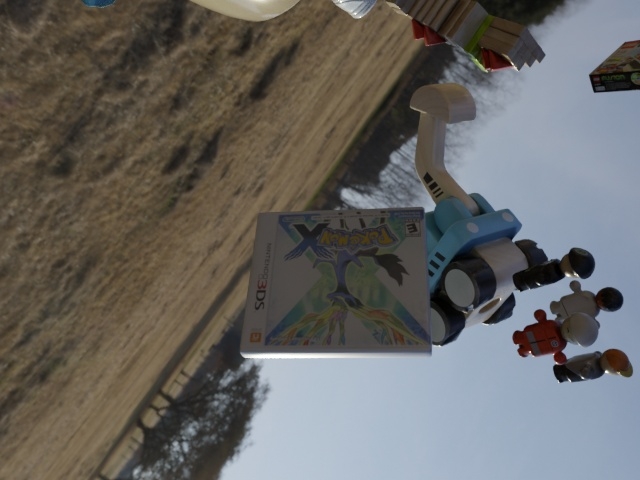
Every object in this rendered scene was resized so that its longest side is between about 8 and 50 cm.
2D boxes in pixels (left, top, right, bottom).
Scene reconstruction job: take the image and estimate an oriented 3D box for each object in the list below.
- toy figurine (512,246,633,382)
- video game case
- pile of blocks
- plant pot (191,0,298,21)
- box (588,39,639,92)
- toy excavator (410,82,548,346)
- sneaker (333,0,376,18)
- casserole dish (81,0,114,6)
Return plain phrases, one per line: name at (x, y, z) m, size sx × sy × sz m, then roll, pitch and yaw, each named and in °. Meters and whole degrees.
toy figurine at (0.466, 0.142, 1.084) m, size 0.148 × 0.210 × 0.212 m, roll -27°, pitch -143°, yaw 43°
video game case at (0.031, 0.070, 1.086) m, size 0.036 × 0.329 × 0.299 m, roll 77°, pitch 14°, yaw -56°
pile of blocks at (0.277, -0.432, 1.231) m, size 0.112 × 0.362 × 0.149 m, roll -55°, pitch 159°, yaw 10°
plant pot at (-0.118, -0.343, 0.488) m, size 0.191 × 0.284 × 0.284 m, roll -6°, pitch 145°, yaw -40°
box at (0.540, -0.275, 0.910) m, size 0.114 × 0.036 × 0.207 m, roll -41°, pitch -152°, yaw -21°
toy excavator at (0.285, -0.058, 1.309) m, size 0.223 × 0.445 × 0.432 m, roll -16°, pitch 148°, yaw -31°
sneaker at (0.136, -0.760, 1.628) m, size 0.305 × 0.152 × 0.114 m, roll -48°, pitch -144°, yaw 36°
casserole dish at (-0.576, -0.679, 1.515) m, size 0.114 × 0.188 × 0.037 m, roll -21°, pitch 161°, yaw -8°
